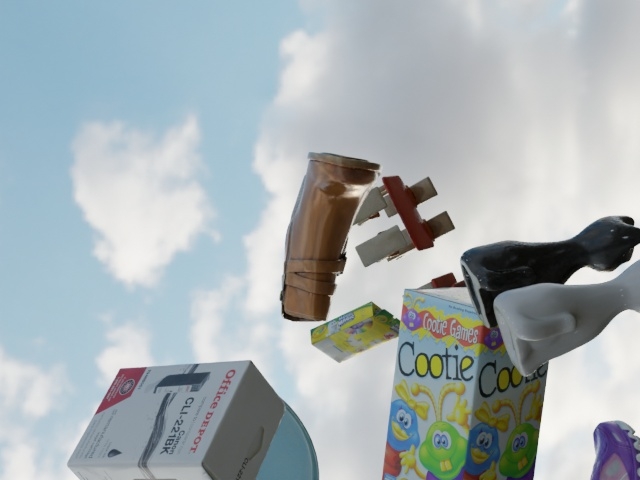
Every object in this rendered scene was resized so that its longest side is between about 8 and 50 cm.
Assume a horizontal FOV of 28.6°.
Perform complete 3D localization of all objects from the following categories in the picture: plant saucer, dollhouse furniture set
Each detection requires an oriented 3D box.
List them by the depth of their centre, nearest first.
[{"bbox_3d":[-0.140,0.374,2.147,0.044,0.318,0.317,-28,-61,-62],"label":"plant saucer"},{"bbox_3d":[0.182,-0.003,2.283,0.259,0.135,0.262,64,-154,6],"label":"dollhouse furniture set"}]

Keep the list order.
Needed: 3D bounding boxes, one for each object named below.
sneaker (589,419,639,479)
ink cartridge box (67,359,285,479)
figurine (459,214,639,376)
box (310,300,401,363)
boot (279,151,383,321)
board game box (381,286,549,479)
[{"bbox_3d":[0.353,0.333,1.558,0.095,0.105,0.236,96,175,-60],"label":"sneaker"},{"bbox_3d":[-0.216,0.294,1.903,0.114,0.273,0.197,57,-139,-34],"label":"ink cartridge box"},{"bbox_3d":[0.281,0.043,1.366,0.215,0.210,0.092,-116,6,-69],"label":"figurine"},{"bbox_3d":[0.080,0.184,2.563,0.105,0.179,0.043,38,-143,-43],"label":"box"},{"bbox_3d":[0.000,0.000,1.736,0.283,0.109,0.220,155,127,-71],"label":"boot"},{"bbox_3d":[0.188,0.207,1.606,0.144,0.142,0.275,0,-81,-41],"label":"board game box"}]
